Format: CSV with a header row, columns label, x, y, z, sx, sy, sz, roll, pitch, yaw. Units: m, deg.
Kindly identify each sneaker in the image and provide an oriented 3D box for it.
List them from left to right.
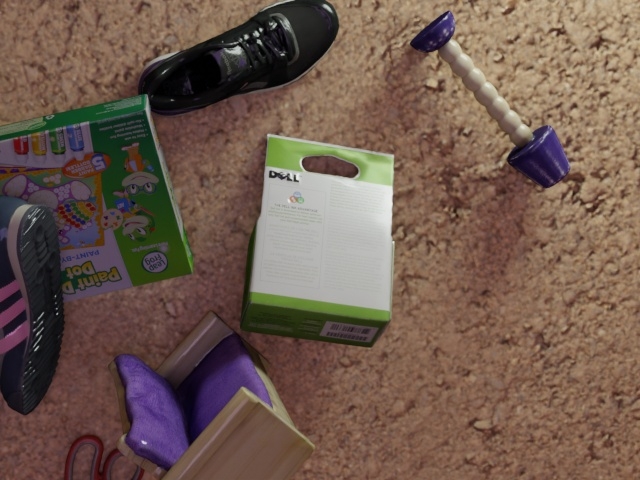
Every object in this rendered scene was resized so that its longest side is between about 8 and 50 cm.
label,x,y,z,sx,sy,sz,roll,pitch,yaw
sneaker,-0.405,0.077,1.621,0.131,0.112,0.319,14,122,12
sneaker,-0.100,-0.230,1.653,0.283,0.124,0.107,-26,100,-3

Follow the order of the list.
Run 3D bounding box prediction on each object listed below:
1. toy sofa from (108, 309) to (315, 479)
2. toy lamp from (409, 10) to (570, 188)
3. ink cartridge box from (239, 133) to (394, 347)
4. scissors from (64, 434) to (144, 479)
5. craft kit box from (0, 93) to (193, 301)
label,x,y,z,sx,sy,sz,roll,pitch,yaw
toy sofa,-0.145,0.201,1.587,0.177,0.362,0.150,42,91,-16
toy lamp,0.237,-0.186,1.726,0.080,0.080,0.274,-41,101,0
ink cartridge box,0.000,0.000,1.721,0.189,0.097,0.255,9,62,-8
scissors,-0.311,0.416,1.770,0.109,0.021,0.297,7,98,-11
craft kit box,-0.313,-0.044,1.637,0.250,0.061,0.246,-13,122,0
